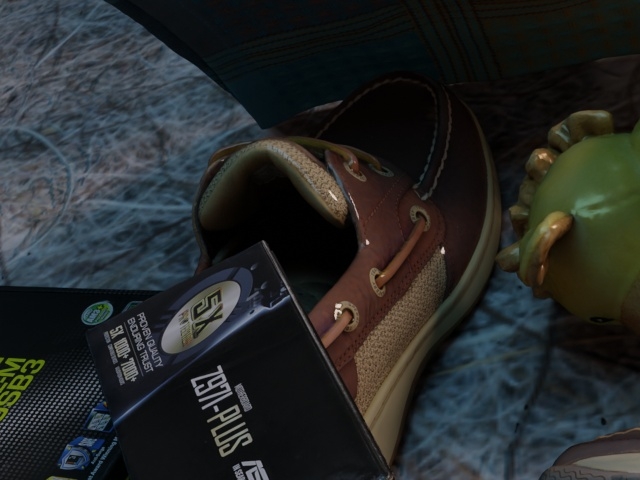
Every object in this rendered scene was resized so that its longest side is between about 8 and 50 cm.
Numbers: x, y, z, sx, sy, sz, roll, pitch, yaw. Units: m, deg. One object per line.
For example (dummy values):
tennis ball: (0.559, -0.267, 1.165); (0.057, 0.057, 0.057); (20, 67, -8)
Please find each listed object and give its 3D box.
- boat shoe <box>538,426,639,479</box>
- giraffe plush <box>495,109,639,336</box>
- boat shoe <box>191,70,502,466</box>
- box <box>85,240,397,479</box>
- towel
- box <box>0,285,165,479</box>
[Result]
boat shoe: (0.245, 0.113, 0.499); (0.355, 0.132, 0.130); (7, 25, 26)
giraffe plush: (0.164, -0.025, 0.702); (0.170, 0.181, 0.210); (-47, 46, 4)
boat shoe: (0.000, 0.000, 0.774); (0.123, 0.123, 0.342); (-3, 37, 27)
box: (0.000, 0.117, 0.569); (0.077, 0.180, 0.147); (-27, 33, -2)
towel: (0.085, -0.140, 0.820); (0.370, 0.271, 0.040); (-8, 73, 18)
box: (-0.157, 0.099, 0.809); (0.184, 0.045, 0.191); (3, 42, 30)
